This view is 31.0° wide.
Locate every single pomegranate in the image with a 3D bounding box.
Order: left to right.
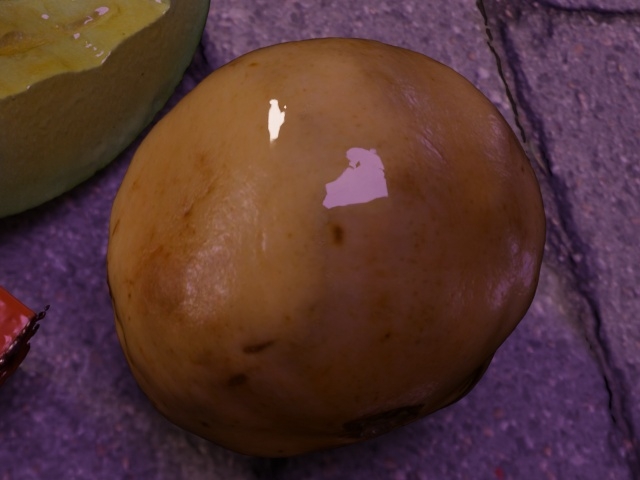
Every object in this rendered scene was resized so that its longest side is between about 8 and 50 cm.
[{"bbox_3d":[0.000,0.000,0.867,0.333,0.332,0.332,8,57,-12],"label":"pomegranate"}]

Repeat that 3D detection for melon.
[{"bbox_3d":[-0.226,-0.158,1.027,0.323,0.124,0.196,-34,74,-35],"label":"melon"}]

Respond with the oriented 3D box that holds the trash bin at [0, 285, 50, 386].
[{"bbox_3d":[-0.335,0.041,0.856,0.239,0.161,0.184,32,55,-4],"label":"trash bin"}]
